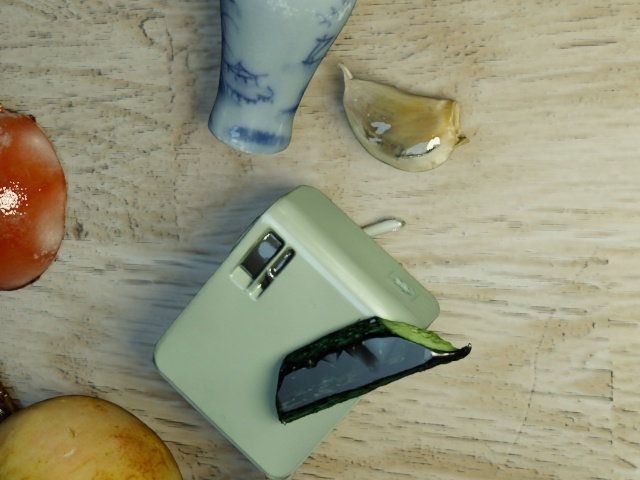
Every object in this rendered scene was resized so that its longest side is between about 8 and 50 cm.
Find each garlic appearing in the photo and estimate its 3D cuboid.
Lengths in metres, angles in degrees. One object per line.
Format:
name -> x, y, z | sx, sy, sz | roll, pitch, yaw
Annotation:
garlic -> 0.076, -0.113, 1.725 | 0.152, 0.066, 0.084 | 18, 80, 23

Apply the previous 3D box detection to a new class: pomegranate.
pomegranate -> -0.278, 0.302, 1.873 | 0.252, 0.270, 0.229 | 38, 125, 18

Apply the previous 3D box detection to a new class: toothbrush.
toothbrush -> 0.000, 0.000, 1.809 | 0.204, 0.017, 0.022 | -14, 80, 32

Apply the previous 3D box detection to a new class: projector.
projector -> -0.029, 0.094, 1.776 | 0.198, 0.108, 0.250 | 42, 119, 5

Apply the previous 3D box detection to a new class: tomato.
tomato -> -0.395, -0.046, 1.982 | 0.199, 0.112, 0.228 | -12, 95, 29

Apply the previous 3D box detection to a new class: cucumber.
cucumber -> 0.036, 0.117, 1.671 | 0.220, 0.046, 0.070 | -24, 92, 25

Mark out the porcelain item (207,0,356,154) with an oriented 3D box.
porcelain item -> -0.042, -0.217, 1.735 | 0.141, 0.141, 0.259 | 28, 119, 24

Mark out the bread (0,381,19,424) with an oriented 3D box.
bread -> -0.433, 0.203, 2.058 | 0.124, 0.084, 0.344 | -38, 79, 30
